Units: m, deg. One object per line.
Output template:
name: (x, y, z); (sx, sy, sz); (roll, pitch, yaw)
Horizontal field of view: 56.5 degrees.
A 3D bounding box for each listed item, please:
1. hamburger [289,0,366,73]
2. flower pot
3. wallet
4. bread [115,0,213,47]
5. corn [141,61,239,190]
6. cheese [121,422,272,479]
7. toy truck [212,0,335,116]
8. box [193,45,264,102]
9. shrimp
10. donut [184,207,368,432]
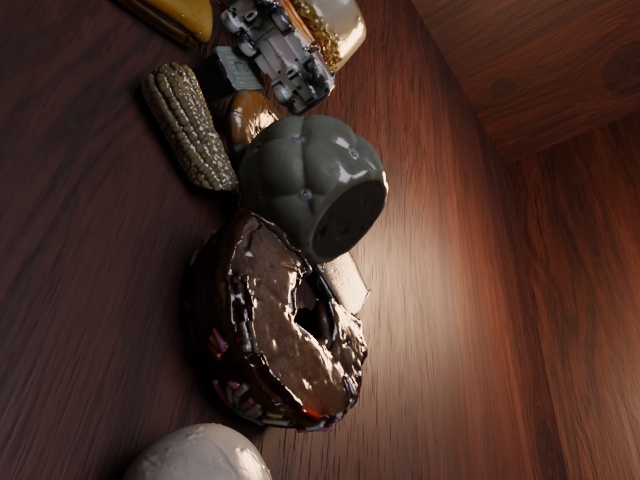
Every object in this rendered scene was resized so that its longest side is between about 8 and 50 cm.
hamburger: (-0.039, -0.474, 1.246); (0.276, 0.179, 0.294); (48, 4, -34)
flower pot: (-0.017, -0.088, 0.978); (0.195, 0.246, 0.246); (43, 17, 27)
wallet: (0.000, 0.000, 1.174); (0.318, 0.045, 0.172); (62, 27, -9)
bread: (-0.262, -0.406, 0.971); (0.200, 0.077, 0.116); (23, 60, -53)
corn: (-0.200, -0.164, 0.905); (0.087, 0.086, 0.211); (-44, 117, -60)
cheese: (-0.129, 0.292, 0.626); (0.198, 0.154, 0.189); (19, 49, -55)
toy truck: (-0.082, -0.366, 1.078); (0.270, 0.114, 0.135); (53, 23, -20)
box: (-0.164, -0.292, 1.061); (0.084, 0.069, 0.122); (64, 28, -4)
shrimp: (-0.097, -0.176, 1.089); (0.287, 0.062, 0.152); (18, 70, -69)
donut: (-0.060, 0.148, 0.873); (0.345, 0.136, 0.260); (44, 38, -37)
